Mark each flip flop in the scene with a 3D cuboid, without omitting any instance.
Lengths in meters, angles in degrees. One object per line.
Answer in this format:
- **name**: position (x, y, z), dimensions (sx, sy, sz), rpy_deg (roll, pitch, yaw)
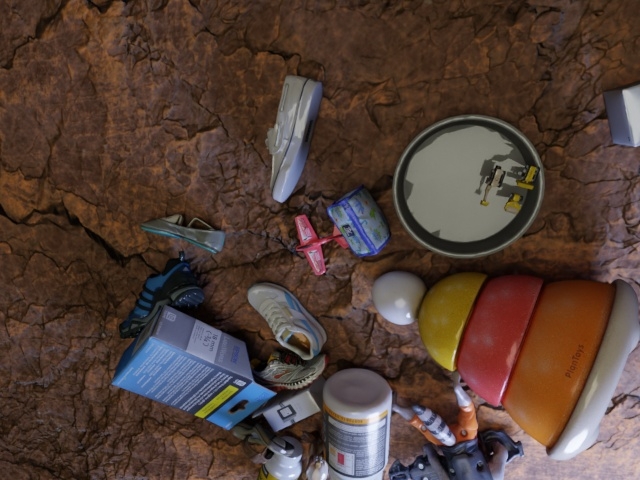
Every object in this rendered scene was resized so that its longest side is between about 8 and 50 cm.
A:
- **flip flop**: position (-0.156, 0.509, 1.160), dimensions (0.112, 0.080, 0.277), rpy_deg (40, 149, -17)

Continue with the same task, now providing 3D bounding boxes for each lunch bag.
- **lunch bag**: position (0.084, -0.040, 0.977), dimensions (0.096, 0.151, 0.128), rpy_deg (-32, 97, 10)

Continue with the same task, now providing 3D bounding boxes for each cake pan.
- **cake pan**: position (0.298, -0.109, 0.961), dimensions (0.294, 0.054, 0.292), rpy_deg (4, 106, 13)

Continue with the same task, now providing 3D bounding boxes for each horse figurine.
- **horse figurine**: position (-0.016, 0.599, 1.198), dimensions (0.066, 0.174, 0.262), rpy_deg (4, 94, 8)

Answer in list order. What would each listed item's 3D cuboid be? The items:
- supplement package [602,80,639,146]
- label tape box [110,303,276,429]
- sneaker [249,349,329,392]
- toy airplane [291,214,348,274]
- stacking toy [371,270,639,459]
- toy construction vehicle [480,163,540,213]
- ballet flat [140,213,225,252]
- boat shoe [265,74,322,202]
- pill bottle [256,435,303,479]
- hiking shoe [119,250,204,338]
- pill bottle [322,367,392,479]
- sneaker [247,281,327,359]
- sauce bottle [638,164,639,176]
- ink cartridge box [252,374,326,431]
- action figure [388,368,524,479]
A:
- **supplement package**: position (0.618, -0.242, 0.818), dimensions (0.180, 0.105, 0.105), rpy_deg (-15, 102, 16)
- **label tape box**: position (-0.306, 0.326, 1.165), dimensions (0.334, 0.105, 0.241), rpy_deg (32, 125, -22)
- **sneaker**: position (-0.085, 0.317, 1.158), dimensions (0.226, 0.088, 0.092), rpy_deg (-19, 99, 18)
- **toy airplane**: position (0.000, 0.000, 1.078), dimensions (0.151, 0.028, 0.151), rpy_deg (4, 108, 12)
- **stacking toy**: position (0.327, 0.168, 0.946), dimensions (0.480, 0.351, 0.350), rpy_deg (23, 111, 26)
- **toy construction vehicle**: position (0.363, -0.106, 0.903), dimensions (0.086, 0.035, 0.098), rpy_deg (12, 111, -2)
- **ballet flat**: position (-0.332, -0.028, 1.140), dimensions (0.214, 0.072, 0.068), rpy_deg (17, 81, 8)
- **boat shoe**: position (-0.074, -0.218, 1.000), dimensions (0.088, 0.096, 0.267), rpy_deg (20, 108, 12)
- **pill bottle**: position (-0.108, 0.617, 1.240), dimensions (0.103, 0.103, 0.184), rpy_deg (21, 109, 7)
- **hiking shoe**: position (-0.415, 0.155, 1.201), dimensions (0.304, 0.113, 0.132), rpy_deg (-33, 66, 26)
- **pill bottle**: position (0.085, 0.462, 1.113), dimensions (0.162, 0.162, 0.278), rpy_deg (5, 111, 12)
- **sneaker**: position (-0.085, 0.189, 1.119), dimensions (0.229, 0.092, 0.087), rpy_deg (40, 112, 2)
- **sauce bottle**: position (0.669, -0.138, 0.869), dimensions (0.128, 0.042, 0.042), rpy_deg (-3, 105, 16)
- **ink cartridge box**: position (-0.071, 0.409, 1.169), dimensions (0.180, 0.104, 0.060), rpy_deg (-32, 91, 20)
- **action figure**: position (0.276, 0.499, 1.080), dimensions (0.342, 0.178, 0.330), rpy_deg (-31, 86, 16)
